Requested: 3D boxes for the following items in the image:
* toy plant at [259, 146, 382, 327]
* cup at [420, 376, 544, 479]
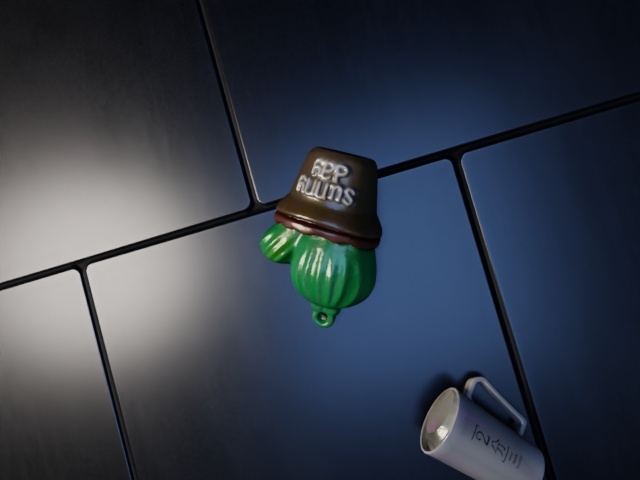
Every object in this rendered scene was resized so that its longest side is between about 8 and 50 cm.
[{"bbox_3d":[0.000,0.000,0.460,0.143,0.105,0.200,17,103,15],"label":"toy plant"},{"bbox_3d":[0.180,0.210,0.455,0.116,0.074,0.104,30,64,3],"label":"cup"}]
